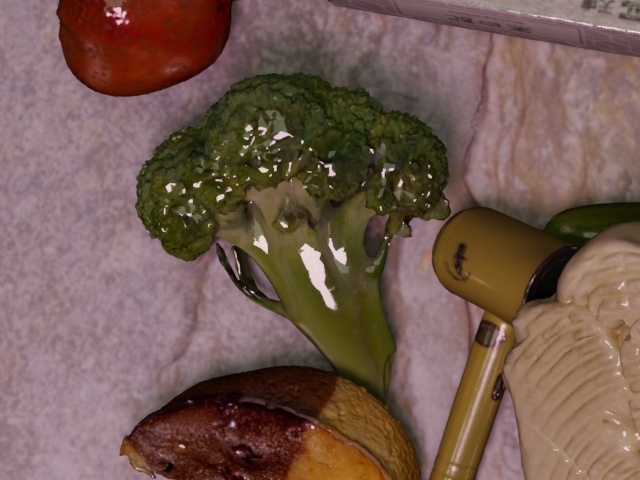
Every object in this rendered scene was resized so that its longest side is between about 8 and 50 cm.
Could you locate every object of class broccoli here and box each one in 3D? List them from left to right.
[{"bbox_3d":[0.003,-0.035,1.766,0.302,0.186,0.254,36,110,-16],"label":"broccoli"}]

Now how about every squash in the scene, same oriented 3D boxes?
[{"bbox_3d":[0.327,-0.001,1.741,0.252,0.066,0.066,4,83,10],"label":"squash"}]

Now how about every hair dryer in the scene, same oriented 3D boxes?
[{"bbox_3d":[0.143,0.115,1.745,0.135,0.090,0.278,27,103,45],"label":"hair dryer"}]

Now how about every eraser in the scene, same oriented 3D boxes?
[{"bbox_3d":[0.207,-0.243,1.781,0.404,0.096,0.098,11,83,11],"label":"eraser"}]

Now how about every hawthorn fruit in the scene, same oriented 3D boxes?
[{"bbox_3d":[-0.152,-0.227,1.817,0.200,0.179,0.179,-4,81,-11],"label":"hawthorn fruit"}]

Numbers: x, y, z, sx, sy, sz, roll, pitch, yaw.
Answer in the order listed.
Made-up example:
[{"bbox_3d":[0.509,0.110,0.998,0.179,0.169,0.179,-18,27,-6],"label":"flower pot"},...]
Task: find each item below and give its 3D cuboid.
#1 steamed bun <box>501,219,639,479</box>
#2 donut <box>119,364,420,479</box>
[{"bbox_3d":[0.306,0.117,1.616,0.276,0.203,0.289,17,115,41],"label":"steamed bun"},{"bbox_3d":[-0.024,0.175,1.730,0.295,0.112,0.151,20,129,7],"label":"donut"}]
